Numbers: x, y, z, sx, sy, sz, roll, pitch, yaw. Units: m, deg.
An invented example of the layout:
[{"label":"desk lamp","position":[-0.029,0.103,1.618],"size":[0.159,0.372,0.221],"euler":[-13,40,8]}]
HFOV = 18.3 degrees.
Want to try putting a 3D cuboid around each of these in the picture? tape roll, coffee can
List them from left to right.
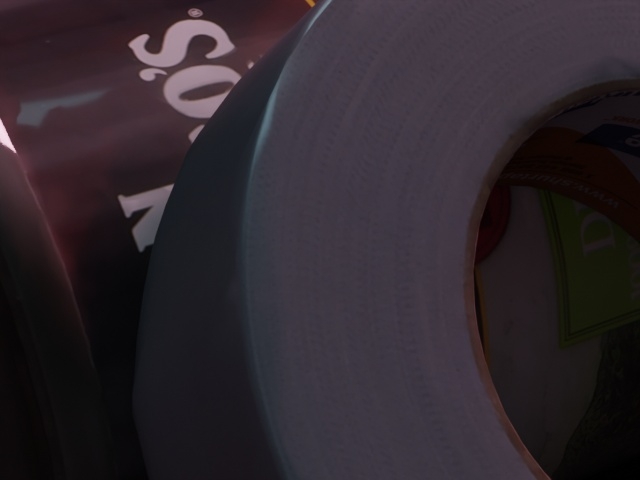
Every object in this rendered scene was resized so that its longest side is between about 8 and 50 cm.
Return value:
[{"label":"coffee can","position":[0.000,0.000,0.611],"size":[0.275,0.201,0.201],"euler":[-18,22,-29]},{"label":"tape roll","position":[0.069,0.028,0.475],"size":[0.219,0.219,0.072],"euler":[-18,-10,-29]}]
